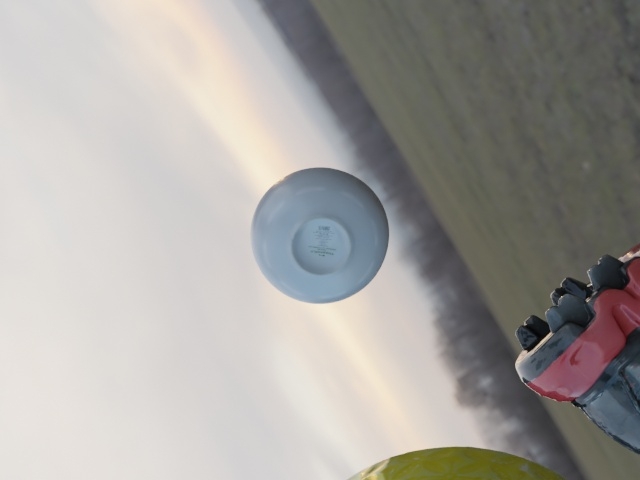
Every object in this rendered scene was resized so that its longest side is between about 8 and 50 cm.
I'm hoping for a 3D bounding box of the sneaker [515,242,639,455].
[{"bbox_3d":[0.238,0.015,0.917,0.135,0.276,0.097,46,167,3],"label":"sneaker"}]

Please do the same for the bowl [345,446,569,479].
[{"bbox_3d":[0.090,0.304,1.181,0.289,0.289,0.156,57,-165,-2],"label":"bowl"}]

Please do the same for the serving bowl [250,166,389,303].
[{"bbox_3d":[0.000,0.000,0.985,0.083,0.083,0.027,57,-174,-13],"label":"serving bowl"}]
